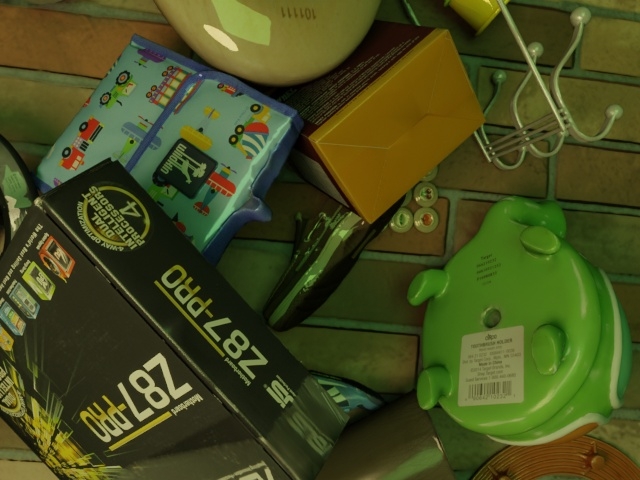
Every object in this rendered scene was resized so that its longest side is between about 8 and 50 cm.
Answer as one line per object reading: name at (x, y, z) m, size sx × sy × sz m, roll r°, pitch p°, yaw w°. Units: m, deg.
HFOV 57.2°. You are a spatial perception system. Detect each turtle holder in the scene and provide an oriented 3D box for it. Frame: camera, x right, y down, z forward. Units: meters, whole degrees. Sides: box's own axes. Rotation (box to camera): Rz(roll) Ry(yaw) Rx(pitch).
turtle holder at (0.255, 0.103, 0.750) m, size 0.228 × 0.320 × 0.243 m, roll 28°, pitch 119°, yaw -30°

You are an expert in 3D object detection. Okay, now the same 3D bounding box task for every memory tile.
memory tile at (0.113, -0.083, 0.833) m, size 0.113 × 0.012 × 0.147 m, roll 0°, pitch 87°, yaw -7°

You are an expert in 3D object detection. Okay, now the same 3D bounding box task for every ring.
ring at (0.341, 0.441, 0.823) m, size 0.337 × 0.032 × 0.336 m, roll 0°, pitch 87°, yaw -6°

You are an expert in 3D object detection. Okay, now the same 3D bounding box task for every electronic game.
electronic game at (-0.425, -0.034, 0.705) m, size 0.230 × 0.048 × 0.229 m, roll 5°, pitch 104°, yaw 21°

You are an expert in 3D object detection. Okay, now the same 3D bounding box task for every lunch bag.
lunch bag at (-0.156, -0.077, 0.665) m, size 0.293 × 0.138 × 0.220 m, roll 29°, pitch 82°, yaw 36°

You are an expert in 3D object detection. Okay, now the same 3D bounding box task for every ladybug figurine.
ladybug figurine at (-0.084, -0.380, 0.694) m, size 0.305 × 0.162 × 0.448 m, roll -5°, pitch 80°, yaw -19°

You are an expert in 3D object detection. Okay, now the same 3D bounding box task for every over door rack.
over door rack at (0.211, -0.248, 0.739) m, size 0.108 × 0.239 × 0.324 m, roll -39°, pitch 92°, yaw -6°

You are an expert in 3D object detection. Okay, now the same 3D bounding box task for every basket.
basket at (0.048, 0.317, 0.737) m, size 0.227 × 0.154 × 0.204 m, roll -22°, pitch 116°, yaw -2°

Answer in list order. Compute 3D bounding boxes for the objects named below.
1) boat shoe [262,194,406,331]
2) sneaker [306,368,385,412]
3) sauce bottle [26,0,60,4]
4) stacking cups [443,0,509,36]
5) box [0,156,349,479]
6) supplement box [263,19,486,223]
boat shoe at (0.002, 0.002, 0.787) m, size 0.095 × 0.095 × 0.257 m, roll 39°, pitch 84°, yaw 20°
sneaker at (0.014, 0.212, 0.787) m, size 0.144 × 0.053 × 0.059 m, roll 13°, pitch 85°, yaw 2°
sauce bottle at (-0.408, -0.474, 0.742) m, size 0.112 × 0.111 × 0.344 m, roll -21°, pitch 88°, yaw -7°
stacking cups at (0.138, -0.428, 0.812) m, size 0.316 × 0.096 × 0.096 m, roll 43°, pitch 83°, yaw -3°
box at (-0.210, 0.149, 0.611) m, size 0.318 × 0.395 × 0.097 m, roll 49°, pitch 41°, yaw -7°
supplement box at (0.052, -0.157, 0.720) m, size 0.191 × 0.194 × 0.129 m, roll -42°, pitch 126°, yaw -7°
